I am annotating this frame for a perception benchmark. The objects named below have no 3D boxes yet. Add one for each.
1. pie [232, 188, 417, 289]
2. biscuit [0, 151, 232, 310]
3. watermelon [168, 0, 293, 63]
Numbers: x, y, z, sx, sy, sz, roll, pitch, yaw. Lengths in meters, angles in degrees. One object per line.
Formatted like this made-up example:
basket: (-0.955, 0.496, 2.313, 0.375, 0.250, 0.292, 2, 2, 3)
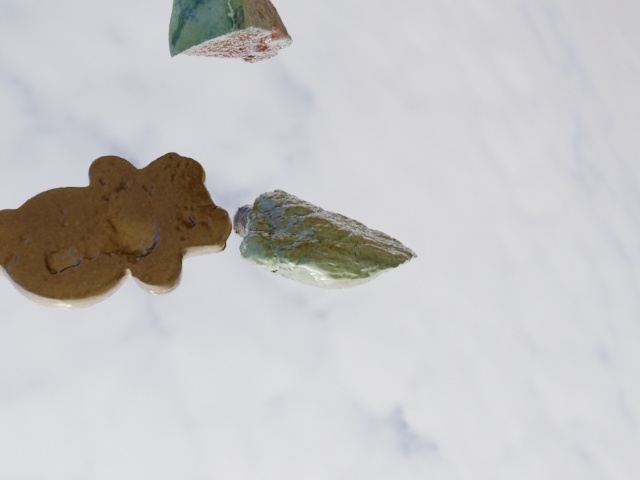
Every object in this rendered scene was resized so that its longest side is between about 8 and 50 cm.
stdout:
pie: (0.009, 0.002, 1.156, 0.257, 0.106, 0.274, 7, -168, -11)
biscuit: (-0.223, -0.008, 0.862, 0.248, 0.035, 0.184, -23, -117, -21)
watermelon: (-0.088, -0.218, 0.846, 0.158, 0.097, 0.121, 60, -136, -45)
